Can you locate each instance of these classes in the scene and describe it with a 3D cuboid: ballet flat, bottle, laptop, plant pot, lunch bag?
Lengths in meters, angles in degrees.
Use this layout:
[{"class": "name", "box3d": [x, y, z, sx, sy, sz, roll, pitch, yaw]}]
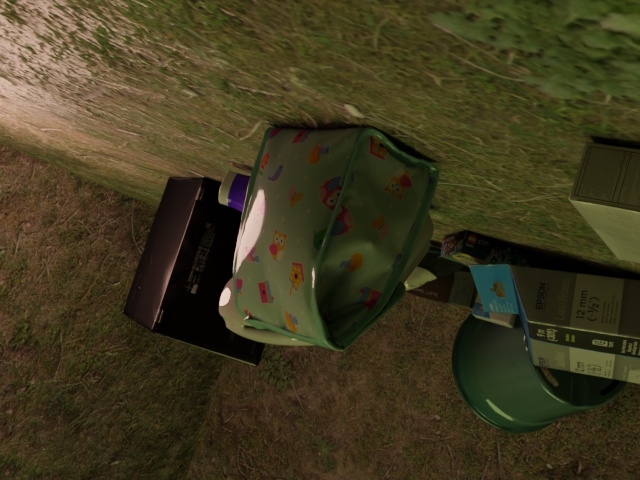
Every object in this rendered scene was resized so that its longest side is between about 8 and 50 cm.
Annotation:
[{"class": "ballet flat", "box3d": [0.168, 0.055, 1.629, 0.280, 0.096, 0.095, 13, 168, 14]}, {"class": "bottle", "box3d": [-0.050, -0.060, 1.408, 0.283, 0.092, 0.118, 17, 174, 5]}, {"class": "laptop", "box3d": [-0.273, 0.059, 1.831, 0.408, 0.382, 0.236, 17, 176, 4]}, {"class": "plant pot", "box3d": [0.526, 0.273, 1.747, 0.341, 0.341, 0.334, 18, 162, -5]}, {"class": "lunch bag", "box3d": [0.000, 0.000, 0.938, 0.160, 0.262, 0.223, 22, 173, -37]}]

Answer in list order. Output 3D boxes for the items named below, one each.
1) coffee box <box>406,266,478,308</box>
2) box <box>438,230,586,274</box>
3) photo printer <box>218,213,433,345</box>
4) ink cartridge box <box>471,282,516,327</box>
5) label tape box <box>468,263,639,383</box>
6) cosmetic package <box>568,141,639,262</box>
[{"class": "coffee box", "box3d": [0.299, 0.099, 1.779, 0.141, 0.098, 0.246, 13, 178, 32]}, {"class": "box", "box3d": [0.353, 0.043, 1.399, 0.233, 0.044, 0.159, 18, 175, -4]}, {"class": "photo printer", "box3d": [0.006, 0.051, 1.170, 0.256, 0.307, 0.107, -3, 119, 37]}, {"class": "ink cartridge box", "box3d": [0.397, 0.120, 1.650, 0.088, 0.122, 0.052, 15, 170, 28]}, {"class": "label tape box", "box3d": [0.444, 0.151, 1.327, 0.348, 0.115, 0.249, 5, 156, 21]}, {"class": "cosmetic package", "box3d": [0.320, -0.023, 0.712, 0.099, 0.060, 0.239, 17, 175, 34]}]
